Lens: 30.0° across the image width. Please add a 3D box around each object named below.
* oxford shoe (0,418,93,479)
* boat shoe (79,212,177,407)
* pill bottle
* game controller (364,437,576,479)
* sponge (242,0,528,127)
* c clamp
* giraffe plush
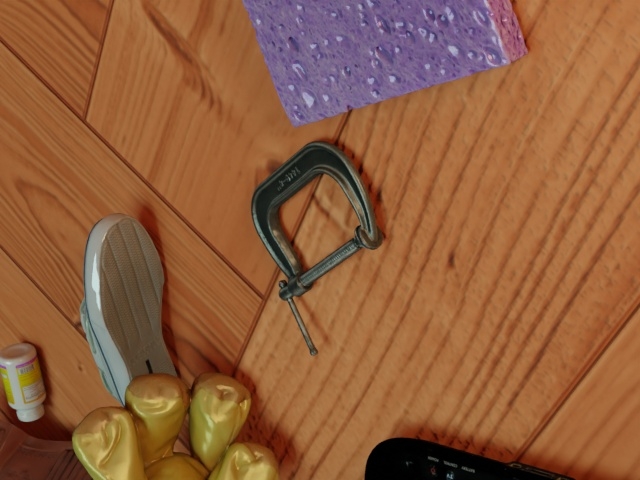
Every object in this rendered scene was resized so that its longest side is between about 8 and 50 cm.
[{"bbox_3d":[-0.273,0.304,1.328,0.397,0.140,0.146,20,154,33],"label":"oxford shoe"},{"bbox_3d":[-0.195,0.075,1.123,0.075,0.083,0.226,17,124,37],"label":"boat shoe"},{"bbox_3d":[-0.333,0.160,1.339,0.043,0.043,0.083,15,121,39],"label":"pill bottle"},{"bbox_3d":[0.161,0.248,0.882,0.319,0.067,0.166,9,118,41],"label":"game controller"},{"bbox_3d":[0.036,-0.154,0.807,0.210,0.031,0.117,-11,104,47],"label":"sponge"},{"bbox_3d":[0.000,0.000,0.940,0.137,0.022,0.161,58,140,11],"label":"c clamp"},{"bbox_3d":[-0.140,0.239,1.105,0.170,0.181,0.210,127,139,-66],"label":"giraffe plush"}]
